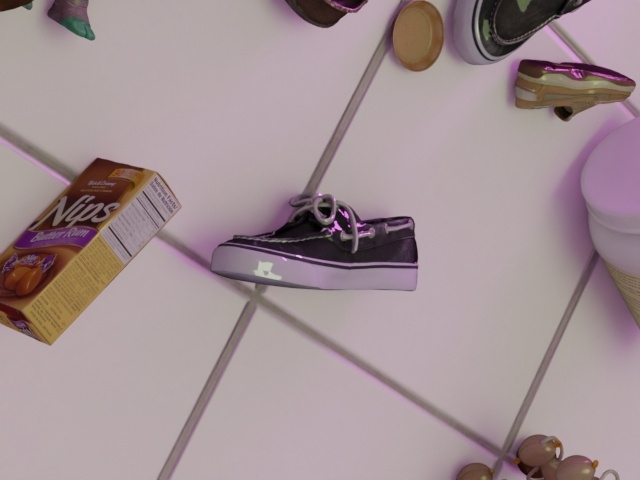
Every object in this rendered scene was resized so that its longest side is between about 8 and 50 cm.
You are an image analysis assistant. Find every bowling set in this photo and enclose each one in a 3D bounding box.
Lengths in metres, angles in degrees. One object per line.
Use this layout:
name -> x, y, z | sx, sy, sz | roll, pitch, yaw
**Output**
bowling set -> 0.245, 0.316, 1.809 | 0.287, 0.200, 0.154 | -31, 124, 18

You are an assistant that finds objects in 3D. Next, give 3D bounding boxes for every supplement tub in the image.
supplement tub -> 0.498, 0.007, 1.882 | 0.235, 0.235, 0.325 | -50, 127, -21

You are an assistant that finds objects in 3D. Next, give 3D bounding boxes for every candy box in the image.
candy box -> -0.232, 0.006, 1.340 | 0.186, 0.109, 0.053 | -48, 126, -23

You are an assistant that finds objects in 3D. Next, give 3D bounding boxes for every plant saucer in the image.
plant saucer -> 0.110, -0.238, 1.641 | 0.083, 0.015, 0.083 | -11, 107, -39

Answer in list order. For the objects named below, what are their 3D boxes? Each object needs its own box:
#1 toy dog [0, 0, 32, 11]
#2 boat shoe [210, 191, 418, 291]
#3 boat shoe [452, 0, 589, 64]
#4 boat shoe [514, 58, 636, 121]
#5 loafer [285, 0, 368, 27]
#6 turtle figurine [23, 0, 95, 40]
toy dog -> -0.364, -0.319, 1.047 | 0.408, 0.284, 0.395 | 24, 84, -43
boat shoe -> 0.003, 0.000, 1.541 | 0.306, 0.113, 0.105 | 4, 91, -44
boat shoe -> 0.290, -0.334, 1.705 | 0.335, 0.119, 0.121 | -48, 126, -23
boat shoe -> 0.320, -0.188, 1.809 | 0.190, 0.068, 0.072 | 2, 111, -31
loafer -> 0.057, -0.400, 1.483 | 0.134, 0.130, 0.366 | 21, 86, -41
turtle figurine -> -0.203, -0.310, 1.292 | 0.175, 0.118, 0.234 | 27, 97, -26
